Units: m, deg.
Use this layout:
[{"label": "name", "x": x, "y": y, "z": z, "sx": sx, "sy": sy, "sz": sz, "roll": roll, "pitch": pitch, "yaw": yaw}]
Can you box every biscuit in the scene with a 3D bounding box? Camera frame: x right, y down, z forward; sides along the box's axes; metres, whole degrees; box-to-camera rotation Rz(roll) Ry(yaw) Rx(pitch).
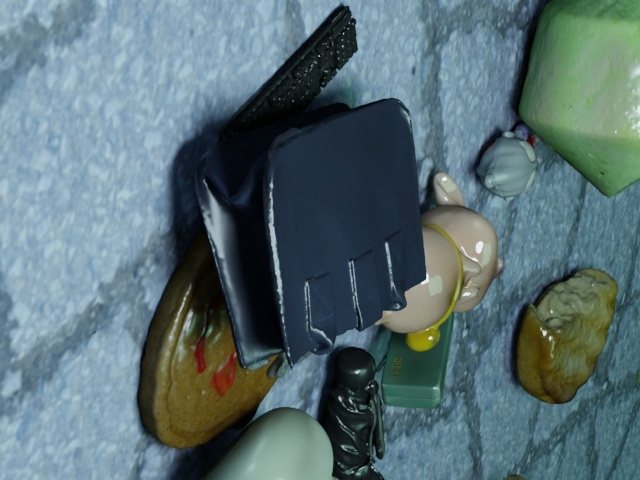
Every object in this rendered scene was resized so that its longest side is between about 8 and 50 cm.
[{"label": "biscuit", "x": -0.096, "y": 0.098, "z": 1.502, "sx": 0.257, "sy": 0.049, "sz": 0.272, "roll": 8, "pitch": 103, "yaw": -60}, {"label": "biscuit", "x": 0.411, "y": 0.171, "z": 2.332, "sx": 0.274, "sy": 0.091, "sz": 0.213, "roll": -22, "pitch": 124, "yaw": -54}]

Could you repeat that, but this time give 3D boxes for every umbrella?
[{"label": "umbrella", "x": 0.041, "y": 0.306, "z": 1.800, "sx": 0.113, "sy": 0.106, "sz": 0.357, "roll": -26, "pitch": 130, "yaw": -45}]

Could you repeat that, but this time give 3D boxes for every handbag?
[{"label": "handbag", "x": 0.000, "y": 0.000, "z": 1.450, "sx": 0.326, "sy": 0.118, "sz": 0.269, "roll": -25, "pitch": 109, "yaw": -56}]

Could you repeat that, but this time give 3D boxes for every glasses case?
[{"label": "glasses case", "x": 0.130, "y": 0.145, "z": 1.802, "sx": 0.184, "sy": 0.078, "sz": 0.039, "roll": -73, "pitch": 162, "yaw": -51}]

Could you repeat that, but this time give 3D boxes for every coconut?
[{"label": "coconut", "x": 0.429, "y": -0.220, "z": 1.924, "sx": 0.328, "sy": 0.281, "sz": 0.328, "roll": 11, "pitch": 90, "yaw": -77}]

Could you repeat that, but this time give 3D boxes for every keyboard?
[{"label": "keyboard", "x": -0.027, "y": -0.161, "z": 1.470, "sx": 0.231, "sy": 0.023, "sz": 0.072, "roll": -50, "pitch": 148, "yaw": -29}]

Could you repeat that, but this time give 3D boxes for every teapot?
[{"label": "teapot", "x": -0.046, "y": 0.281, "z": 1.586, "sx": 0.220, "sy": 0.149, "sz": 0.318, "roll": -46, "pitch": 179, "yaw": 28}]

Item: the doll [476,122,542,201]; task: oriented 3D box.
[{"label": "doll", "x": 0.272, "y": -0.109, "z": 1.945, "sx": 0.227, "sy": 0.075, "sz": 0.102, "roll": -29, "pitch": 116, "yaw": -63}]

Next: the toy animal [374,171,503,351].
[{"label": "toy animal", "x": 0.138, "y": 0.040, "z": 1.754, "sx": 0.248, "sy": 0.149, "sz": 0.165, "roll": -36, "pitch": 154, "yaw": -54}]

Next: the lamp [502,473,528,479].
[{"label": "lamp", "x": 0.263, "y": 0.452, "z": 2.235, "sx": 0.215, "sy": 0.121, "sz": 0.121, "roll": -13, "pitch": 120, "yaw": -42}]

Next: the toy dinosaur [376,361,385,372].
[{"label": "toy dinosaur", "x": 0.119, "y": 0.148, "z": 1.908, "sx": 0.119, "sy": 0.029, "sz": 0.060, "roll": -52, "pitch": 161, "yaw": -24}]
